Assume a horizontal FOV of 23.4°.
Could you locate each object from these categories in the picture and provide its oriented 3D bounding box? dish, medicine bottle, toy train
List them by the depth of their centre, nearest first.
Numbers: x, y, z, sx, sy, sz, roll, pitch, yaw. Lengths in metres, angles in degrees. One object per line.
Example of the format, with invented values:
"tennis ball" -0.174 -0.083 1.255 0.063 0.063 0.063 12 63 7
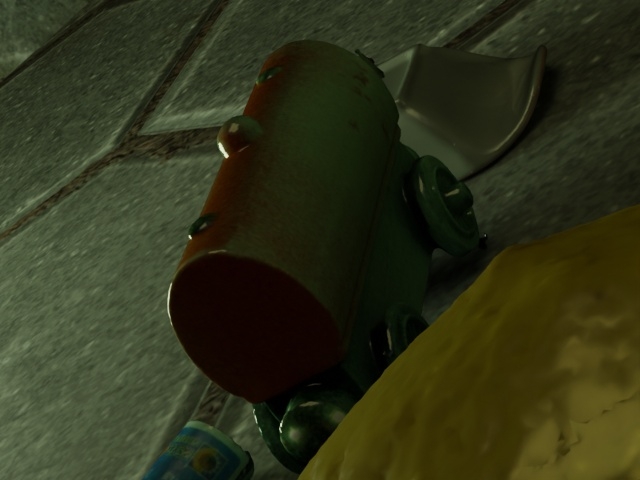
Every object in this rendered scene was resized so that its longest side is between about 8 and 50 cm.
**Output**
"medicine bottle" -0.109 0.181 0.844 0.051 0.051 0.191 -8 35 52
"toy train" 0.000 0.000 0.871 0.116 0.177 0.285 -27 24 27
"dish" 0.054 -0.085 1.114 0.234 0.064 0.154 -25 24 27

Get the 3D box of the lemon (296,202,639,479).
"lemon" 0.105 0.106 0.420 0.288 0.233 0.233 -40 19 19
